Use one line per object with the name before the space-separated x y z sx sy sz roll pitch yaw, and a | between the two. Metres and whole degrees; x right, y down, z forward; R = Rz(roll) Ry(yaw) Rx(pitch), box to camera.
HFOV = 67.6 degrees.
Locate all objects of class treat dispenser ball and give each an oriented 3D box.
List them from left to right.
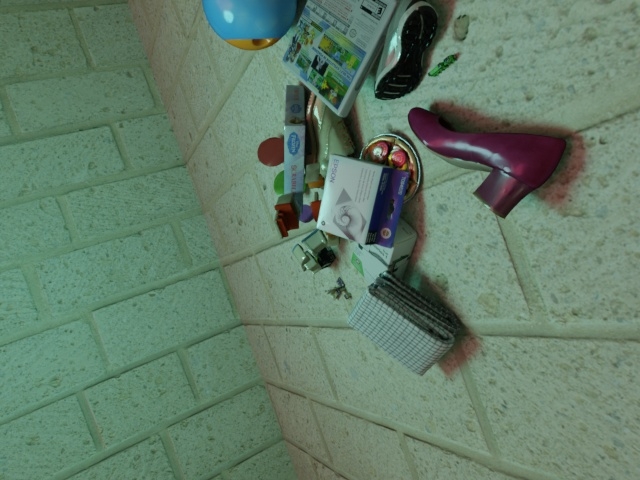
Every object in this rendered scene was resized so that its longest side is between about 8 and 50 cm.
treat dispenser ball | -0.215 -0.734 1.459 0.288 0.288 0.288 41 141 44

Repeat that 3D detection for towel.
towel | 0.236 0.238 1.387 0.284 0.121 0.235 35 145 11

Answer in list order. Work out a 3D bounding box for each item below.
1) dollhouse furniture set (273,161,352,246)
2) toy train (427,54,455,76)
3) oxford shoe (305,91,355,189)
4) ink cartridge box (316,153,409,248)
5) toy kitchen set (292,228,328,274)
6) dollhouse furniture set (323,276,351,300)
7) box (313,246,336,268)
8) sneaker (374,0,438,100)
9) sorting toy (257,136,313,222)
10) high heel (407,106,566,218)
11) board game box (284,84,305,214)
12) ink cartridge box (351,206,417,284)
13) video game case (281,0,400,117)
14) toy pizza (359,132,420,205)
dollhouse furniture set | -0.004 -0.090 1.469 0.135 0.259 0.262 -86 -18 -50
toy train | 0.271 -0.391 1.074 0.083 0.024 0.017 -25 85 63
oxford shoe | 0.048 -0.329 1.459 0.147 0.140 0.396 22 131 25
ink cartridge box | 0.109 -0.106 1.306 0.224 0.045 0.223 18 108 25
toy kitchen set | 0.000 0.000 1.737 0.122 0.207 0.166 55 -175 27
dollhouse furniture set | 0.050 0.216 1.832 0.091 0.081 0.114 57 150 25
box | 0.013 0.067 1.834 0.062 0.052 0.083 62 151 17
sneaker | 0.193 -0.446 1.126 0.271 0.100 0.108 111 152 -53
sorting toy | -0.121 -0.225 1.872 0.365 0.127 0.126 62 -179 11
high heel | 0.337 -0.226 1.021 0.181 0.127 0.377 -53 51 25
board game box | -0.087 -0.305 1.594 0.318 0.066 0.318 -94 6 -50
ink cartridge box | 0.185 0.025 1.437 0.160 0.093 0.219 48 146 35
video game case | 0.040 -0.537 1.264 0.329 0.036 0.300 52 125 35
toy pizza | 0.180 -0.190 1.306 0.201 0.032 0.201 18 118 38
